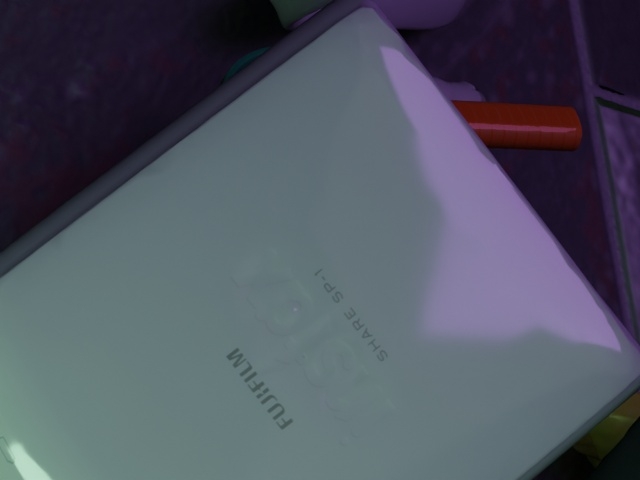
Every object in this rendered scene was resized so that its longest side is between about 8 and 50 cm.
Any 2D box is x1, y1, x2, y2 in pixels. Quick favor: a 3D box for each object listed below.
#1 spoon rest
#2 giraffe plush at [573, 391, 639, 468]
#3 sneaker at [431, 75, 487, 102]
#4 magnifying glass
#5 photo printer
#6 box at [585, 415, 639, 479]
[{"bbox_3d":[0.024,-0.184,1.225,0.137,0.084,0.276,55,24,0],"label":"spoon rest"},{"bbox_3d":[0.229,0.202,1.192,0.181,0.210,0.170,28,82,-34],"label":"giraffe plush"},{"bbox_3d":[0.000,0.000,1.124,0.129,0.111,0.297,28,48,-10],"label":"sneaker"},{"bbox_3d":[0.048,-0.068,1.117,0.231,0.026,0.092,0,56,-24],"label":"magnifying glass"},{"bbox_3d":[-0.027,0.064,0.958,0.307,0.107,0.256,-37,92,-11],"label":"photo printer"},{"bbox_3d":[0.269,0.391,0.876,0.471,0.297,0.480,28,37,-4],"label":"box"}]
